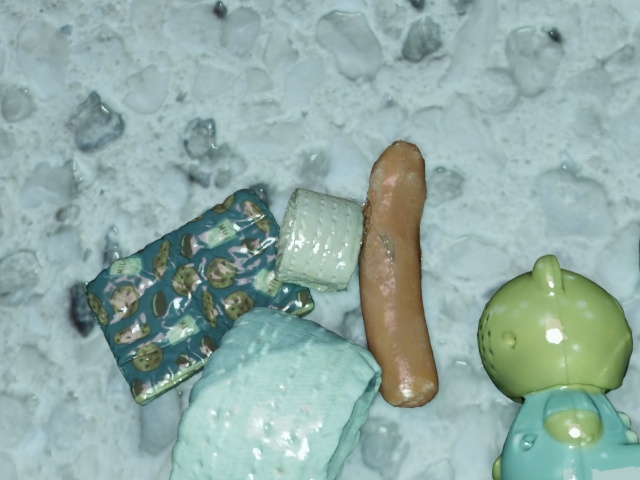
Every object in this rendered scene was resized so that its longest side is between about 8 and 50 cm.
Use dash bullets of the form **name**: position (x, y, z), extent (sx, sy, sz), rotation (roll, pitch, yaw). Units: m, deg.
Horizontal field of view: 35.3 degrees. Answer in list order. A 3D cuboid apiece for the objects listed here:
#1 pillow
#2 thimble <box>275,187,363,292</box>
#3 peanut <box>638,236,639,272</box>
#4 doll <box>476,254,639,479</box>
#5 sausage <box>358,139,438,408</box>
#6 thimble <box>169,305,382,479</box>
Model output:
- **pillow**: position (-0.151, 0.064, 1.227), extent (0.255, 0.034, 0.189), rotation (-30, 66, 0)
- **thimble**: position (0.000, 0.000, 1.172), extent (0.090, 0.102, 0.115), rotation (14, 65, -9)
- **peanut**: position (0.443, -0.025, 1.101), extent (0.224, 0.129, 0.129), rotation (-44, 69, -5)
- **doll**: position (0.250, 0.155, 1.044), extent (0.161, 0.177, 0.261), rotation (-6, 73, 7)
- **sausage**: position (0.087, 0.035, 1.168), extent (0.087, 0.079, 0.327), rotation (-9, 67, 18)
- **thimble**: position (-0.046, 0.205, 1.060), extent (0.171, 0.205, 0.250), rotation (24, 75, 13)
